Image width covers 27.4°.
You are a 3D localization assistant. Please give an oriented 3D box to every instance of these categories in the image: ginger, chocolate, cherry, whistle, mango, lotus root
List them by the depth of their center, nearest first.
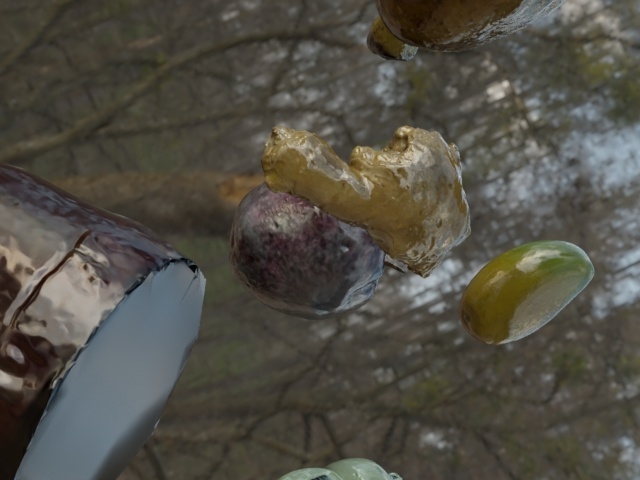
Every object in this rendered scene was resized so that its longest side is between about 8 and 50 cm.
[{"bbox_3d":[0.042,-0.045,0.921,0.165,0.096,0.067,29,-1,-21],"label":"ginger"},{"bbox_3d":[0.152,-0.266,1.273,0.314,0.169,0.141,-27,-99,38],"label":"lotus root"},{"bbox_3d":[-0.350,0.101,1.370,0.331,0.383,0.383,25,-19,12],"label":"chocolate"},{"bbox_3d":[-0.010,0.001,1.470,0.195,0.195,0.195,62,-8,16],"label":"cherry"},{"bbox_3d":[-0.004,0.309,1.492,0.110,0.244,0.092,36,-50,43],"label":"whistle"},{"bbox_3d":[0.279,0.067,1.779,0.092,0.195,0.130,-120,-169,-56],"label":"mango"}]
